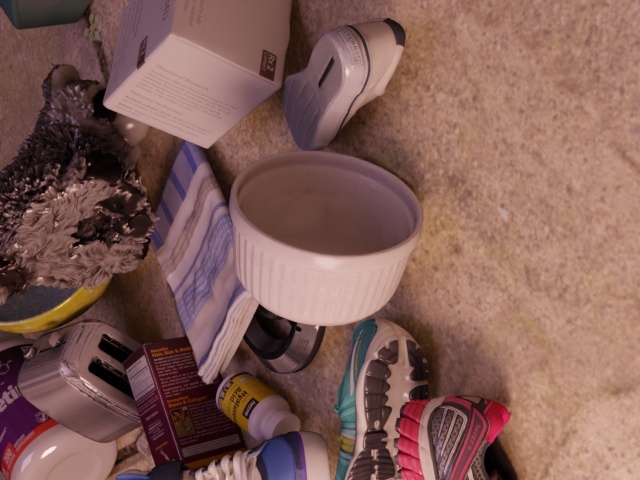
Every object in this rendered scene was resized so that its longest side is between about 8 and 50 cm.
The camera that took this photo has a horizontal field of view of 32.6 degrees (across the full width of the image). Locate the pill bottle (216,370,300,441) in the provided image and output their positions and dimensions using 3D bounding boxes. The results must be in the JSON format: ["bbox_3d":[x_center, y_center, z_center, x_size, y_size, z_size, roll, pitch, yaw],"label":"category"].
[{"bbox_3d":[-0.080,0.222,1.431,0.116,0.065,0.065,28,118,44],"label":"pill bottle"}]

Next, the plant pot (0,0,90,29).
[{"bbox_3d":[-0.423,-0.449,1.654,0.165,0.165,0.234,52,141,31],"label":"plant pot"}]

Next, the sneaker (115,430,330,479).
[{"bbox_3d":[-0.141,0.324,1.349,0.323,0.236,0.130,128,139,-56],"label":"sneaker"}]

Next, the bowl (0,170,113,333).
[{"bbox_3d":[-0.428,0.031,1.723,0.289,0.289,0.156,51,175,32],"label":"bowl"}]

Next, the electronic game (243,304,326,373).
[{"bbox_3d":[-0.056,0.055,1.384,0.229,0.048,0.229,13,106,57],"label":"electronic game"}]

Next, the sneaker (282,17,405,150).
[{"bbox_3d":[0.027,-0.166,1.217,0.258,0.091,0.094,145,106,-70],"label":"sneaker"}]

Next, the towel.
[{"bbox_3d":[-0.163,0.025,1.478,0.209,0.034,0.285,-61,44,43],"label":"towel"}]

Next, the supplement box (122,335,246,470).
[{"bbox_3d":[-0.192,0.235,1.539,0.081,0.104,0.188,-39,67,47],"label":"supplement box"}]

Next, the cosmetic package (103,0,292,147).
[{"bbox_3d":[-0.147,-0.233,1.323,0.184,0.151,0.151,-33,45,48],"label":"cosmetic package"}]

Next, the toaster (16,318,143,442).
[{"bbox_3d":[-0.329,0.214,1.645,0.146,0.227,0.129,-27,33,44],"label":"toaster"}]

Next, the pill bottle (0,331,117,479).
[{"bbox_3d":[-0.490,0.290,1.850,0.323,0.181,0.181,42,127,38],"label":"pill bottle"}]

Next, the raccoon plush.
[{"bbox_3d":[-0.434,-0.084,1.541,0.216,0.446,0.299,91,156,-45],"label":"raccoon plush"}]

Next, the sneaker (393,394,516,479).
[{"bbox_3d":[0.158,0.308,1.126,0.112,0.121,0.299,-10,98,21],"label":"sneaker"}]

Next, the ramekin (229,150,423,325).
[{"bbox_3d":[0.000,0.000,1.190,0.207,0.207,0.109,42,135,38],"label":"ramekin"}]

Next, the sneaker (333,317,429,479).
[{"bbox_3d":[0.063,0.221,1.255,0.110,0.107,0.275,-142,58,-64],"label":"sneaker"}]
